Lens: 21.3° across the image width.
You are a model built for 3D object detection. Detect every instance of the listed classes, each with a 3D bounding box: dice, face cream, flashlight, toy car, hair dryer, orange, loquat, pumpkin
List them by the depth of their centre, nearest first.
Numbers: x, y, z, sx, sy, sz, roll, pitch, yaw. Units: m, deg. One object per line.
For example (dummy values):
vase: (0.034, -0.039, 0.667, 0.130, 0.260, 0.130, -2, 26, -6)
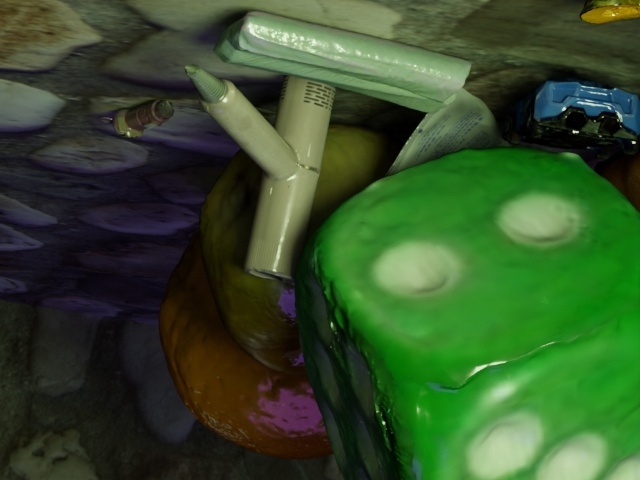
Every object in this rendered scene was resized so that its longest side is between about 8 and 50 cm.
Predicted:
pumpkin: (0.234, -0.181, 1.268, 0.083, 0.028, 0.050, -1, 171, -5)
hair dryer: (-0.063, -0.075, 1.517, 0.054, 0.195, 0.220, 7, 172, 26)
toy car: (0.226, -0.113, 1.531, 0.103, 0.063, 0.216, 9, -179, -3)
dice: (0.153, 0.109, 1.534, 0.300, 0.287, 0.297, -21, 135, -13)
face cream: (0.135, -0.086, 1.660, 0.070, 0.114, 0.224, 39, -171, 27)
loquat: (0.000, 0.000, 1.758, 0.276, 0.276, 0.284, 1, 158, 27)
flashlight: (-0.186, -0.125, 1.777, 0.052, 0.031, 0.110, 14, 166, -32)
orange: (-0.024, 0.109, 2.062, 0.341, 0.340, 0.293, 5, 134, 10)

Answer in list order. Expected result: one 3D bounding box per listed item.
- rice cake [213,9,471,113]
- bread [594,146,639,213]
rice cake: (0.024, -0.157, 1.480, 0.222, 0.042, 0.080, 12, 163, -20)
bread: (0.382, 0.039, 1.514, 0.143, 0.333, 0.323, -17, 171, -12)
